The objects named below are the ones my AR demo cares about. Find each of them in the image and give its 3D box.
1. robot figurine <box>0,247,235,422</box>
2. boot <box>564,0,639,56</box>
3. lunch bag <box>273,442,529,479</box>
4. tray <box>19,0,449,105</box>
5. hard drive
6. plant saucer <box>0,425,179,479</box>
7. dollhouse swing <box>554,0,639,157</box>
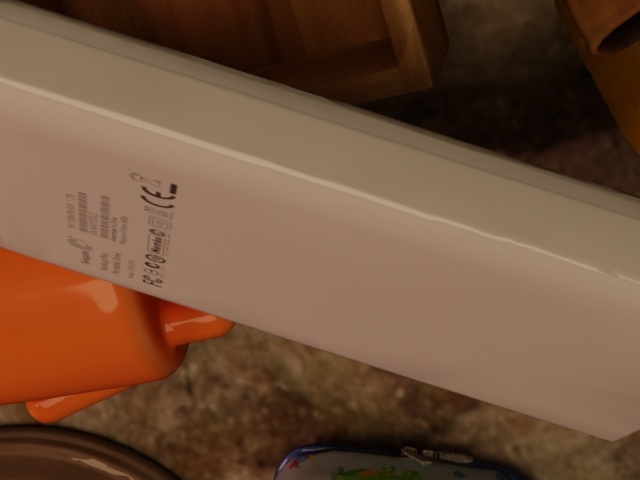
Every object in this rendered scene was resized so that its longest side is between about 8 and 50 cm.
[{"bbox_3d":[-0.154,0.027,0.837,0.219,0.158,0.128,-9,75,10],"label":"robot figurine"},{"bbox_3d":[0.117,-0.252,0.562,0.264,0.096,0.280,-47,59,40],"label":"boot"},{"bbox_3d":[0.040,0.232,0.904,0.176,0.090,0.219,5,110,5],"label":"lunch bag"},{"bbox_3d":[-0.094,-0.249,0.682,0.203,0.076,0.410,-11,111,18],"label":"tray"},{"bbox_3d":[0.000,0.000,0.658,0.353,0.233,0.047,18,72,-3],"label":"hard drive"},{"bbox_3d":[-0.177,0.250,0.968,0.278,0.041,0.277,2,111,6],"label":"plant saucer"},{"bbox_3d":[0.196,-0.225,0.628,0.305,0.315,0.347,34,112,-17],"label":"dollhouse swing"}]
